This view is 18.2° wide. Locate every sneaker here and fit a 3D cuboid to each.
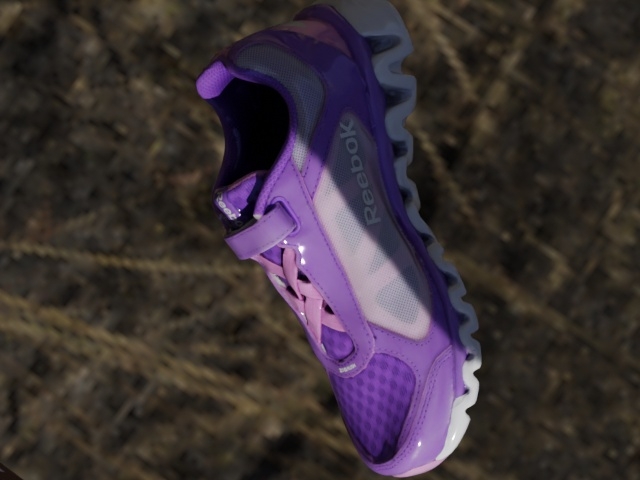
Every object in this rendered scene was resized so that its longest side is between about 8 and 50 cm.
[{"bbox_3d":[0.000,0.000,0.946,0.104,0.236,0.095,-10,174,-40],"label":"sneaker"}]

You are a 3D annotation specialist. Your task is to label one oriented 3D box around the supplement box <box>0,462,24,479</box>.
[{"bbox_3d":[-0.171,0.190,0.754,0.073,0.130,0.239,-28,149,-59],"label":"supplement box"}]
